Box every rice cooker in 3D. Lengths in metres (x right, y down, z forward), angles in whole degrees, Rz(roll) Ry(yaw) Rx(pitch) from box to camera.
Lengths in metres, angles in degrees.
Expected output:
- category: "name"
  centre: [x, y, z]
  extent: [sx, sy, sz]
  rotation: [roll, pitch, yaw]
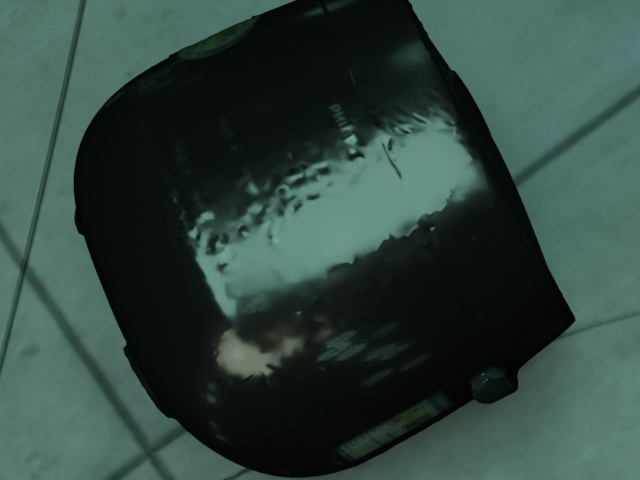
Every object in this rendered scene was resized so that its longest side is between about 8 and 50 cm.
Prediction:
- category: "rice cooker"
  centre: [0.000, 0.000, 0.955]
  extent: [0.224, 0.267, 0.267]
  rotation: [-29, 69, 7]
